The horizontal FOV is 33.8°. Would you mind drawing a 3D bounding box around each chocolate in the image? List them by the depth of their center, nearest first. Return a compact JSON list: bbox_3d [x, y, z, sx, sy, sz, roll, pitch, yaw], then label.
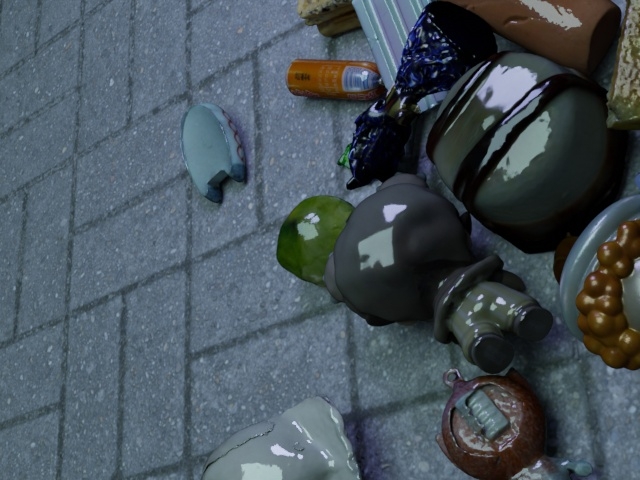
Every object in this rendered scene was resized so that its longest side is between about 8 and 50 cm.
[{"bbox_3d":[0.270,-0.135,1.489,0.284,0.186,0.283,-9,77,44],"label":"chocolate"},{"bbox_3d":[0.123,-0.202,1.617,0.343,0.126,0.148,-52,9,32],"label":"chocolate"}]

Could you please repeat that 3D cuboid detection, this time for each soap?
[{"bbox_3d":[0.163,-0.319,1.713,0.145,0.091,0.230,-24,85,39],"label":"soap"}]

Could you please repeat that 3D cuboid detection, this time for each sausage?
[{"bbox_3d":[0.302,-0.360,1.584,0.304,0.121,0.121,36,100,29],"label":"sausage"},{"bbox_3d":[0.037,-0.288,1.885,0.234,0.071,0.071,12,82,46],"label":"sausage"}]

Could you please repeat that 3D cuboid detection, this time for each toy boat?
[{"bbox_3d":[-0.207,-0.180,2.087,0.134,0.079,0.207,-42,60,34],"label":"toy boat"}]

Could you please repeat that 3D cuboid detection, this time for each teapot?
[{"bbox_3d":[0.370,0.038,1.436,0.129,0.078,0.098,46,151,43],"label":"teapot"}]

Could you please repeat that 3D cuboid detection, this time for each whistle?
[{"bbox_3d":[0.269,0.296,1.394,0.142,0.133,0.346,-30,54,-13],"label":"whistle"}]

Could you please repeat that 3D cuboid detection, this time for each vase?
[{"bbox_3d":[0.135,-0.145,1.742,0.059,0.059,0.167,-2,72,43],"label":"vase"}]

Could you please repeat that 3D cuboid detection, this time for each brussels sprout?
[{"bbox_3d":[-0.003,-0.004,1.771,0.149,0.122,0.151,-10,66,44],"label":"brussels sprout"}]

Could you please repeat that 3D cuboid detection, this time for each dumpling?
[{"bbox_3d":[-0.072,0.413,1.639,0.341,0.181,0.260,-29,62,6],"label":"dumpling"}]

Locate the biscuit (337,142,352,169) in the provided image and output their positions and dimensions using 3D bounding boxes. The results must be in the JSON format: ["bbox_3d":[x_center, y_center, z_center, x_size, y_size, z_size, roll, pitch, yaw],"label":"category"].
[{"bbox_3d":[0.068,-0.135,1.832,0.089,0.016,0.046,38,102,46],"label":"biscuit"}]

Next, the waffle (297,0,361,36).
[{"bbox_3d":[0.089,-0.576,1.927,0.261,0.114,0.376,-11,66,43],"label":"waffle"}]

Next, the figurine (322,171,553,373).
[{"bbox_3d":[0.159,0.055,1.535,0.380,0.203,0.248,39,98,44],"label":"figurine"}]

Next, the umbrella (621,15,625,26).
[{"bbox_3d":[0.533,-0.428,1.469,0.073,0.067,0.337,31,97,15],"label":"umbrella"}]

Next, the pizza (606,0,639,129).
[{"bbox_3d":[0.522,-0.258,1.374,0.258,0.087,0.268,12,87,23],"label":"pizza"}]

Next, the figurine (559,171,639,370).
[{"bbox_3d":[0.477,0.101,1.250,0.382,0.205,0.224,34,95,26],"label":"figurine"}]
